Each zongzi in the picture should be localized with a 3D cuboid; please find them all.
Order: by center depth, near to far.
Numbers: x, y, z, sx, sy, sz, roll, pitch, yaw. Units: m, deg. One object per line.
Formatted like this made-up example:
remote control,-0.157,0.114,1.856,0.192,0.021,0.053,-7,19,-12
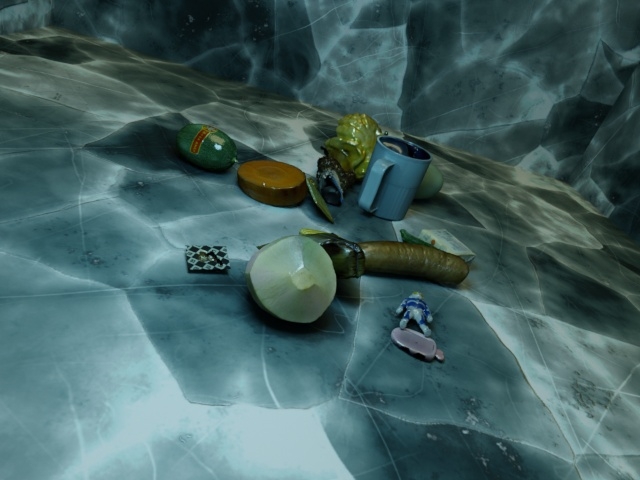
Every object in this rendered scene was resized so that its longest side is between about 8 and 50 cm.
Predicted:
zongzi,-0.036,0.047,1.470,0.300,0.138,0.286,4,6,-17

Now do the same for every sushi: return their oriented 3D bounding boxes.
sushi,-0.344,0.060,1.420,0.126,0.026,0.120,2,35,-21

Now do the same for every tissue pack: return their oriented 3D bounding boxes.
tissue pack,0.507,0.037,1.905,0.149,0.092,0.196,0,33,-33

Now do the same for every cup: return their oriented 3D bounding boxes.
cup,0.322,-0.261,2.082,0.257,0.311,0.331,17,29,-3

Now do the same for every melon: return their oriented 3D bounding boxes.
melon,-0.467,-0.386,1.961,0.288,0.182,0.182,25,29,6

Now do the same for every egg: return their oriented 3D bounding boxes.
egg,0.492,-0.313,2.389,0.283,0.202,0.202,9,30,-14

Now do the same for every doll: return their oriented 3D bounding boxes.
doll,0.299,0.217,1.488,0.114,0.057,0.227,13,23,6

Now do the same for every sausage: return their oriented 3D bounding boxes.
sausage,0.313,0.073,1.698,0.502,0.123,0.136,10,54,-17

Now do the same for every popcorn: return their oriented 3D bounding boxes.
popcorn,0.158,-0.454,2.344,0.382,0.348,0.349,-4,7,45

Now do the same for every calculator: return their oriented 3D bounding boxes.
calculator,0.286,0.305,1.373,0.166,0.024,0.103,22,28,9

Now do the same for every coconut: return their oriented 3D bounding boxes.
coconut,-0.076,0.104,1.301,0.260,0.259,0.259,15,29,-8

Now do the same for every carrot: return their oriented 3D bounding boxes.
carrot,-0.203,-0.253,1.932,0.308,0.100,0.258,26,39,19

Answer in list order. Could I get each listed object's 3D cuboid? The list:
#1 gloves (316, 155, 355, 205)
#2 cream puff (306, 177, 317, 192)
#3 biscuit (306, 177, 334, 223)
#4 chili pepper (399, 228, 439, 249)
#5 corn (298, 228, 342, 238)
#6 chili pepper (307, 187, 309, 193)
gloves,0.061,-0.287,2.122,0.210,0.135,0.312,40,24,-28
cream puff,-0.047,-0.245,2.104,0.058,0.083,0.083,-33,57,-1
biscuit,-0.007,-0.172,1.957,0.139,0.016,0.231,48,12,-33
chili pepper,0.390,0.013,1.889,0.059,0.088,0.227,15,23,-39
corn,0.000,0.000,1.690,0.166,0.063,0.085,10,20,-19
chili pepper,-0.135,-0.246,2.049,0.202,0.051,0.050,36,62,25
